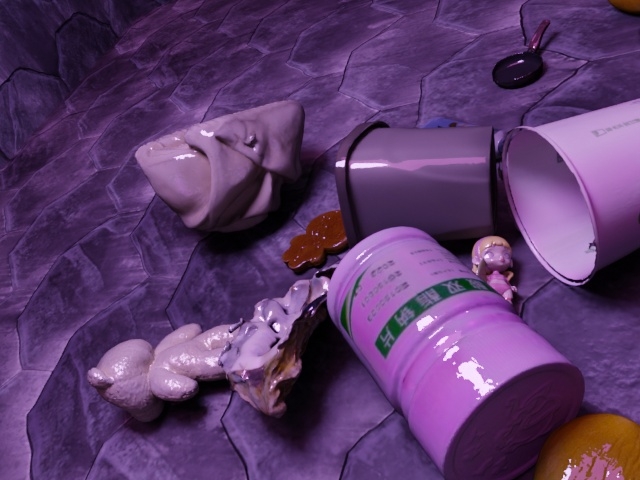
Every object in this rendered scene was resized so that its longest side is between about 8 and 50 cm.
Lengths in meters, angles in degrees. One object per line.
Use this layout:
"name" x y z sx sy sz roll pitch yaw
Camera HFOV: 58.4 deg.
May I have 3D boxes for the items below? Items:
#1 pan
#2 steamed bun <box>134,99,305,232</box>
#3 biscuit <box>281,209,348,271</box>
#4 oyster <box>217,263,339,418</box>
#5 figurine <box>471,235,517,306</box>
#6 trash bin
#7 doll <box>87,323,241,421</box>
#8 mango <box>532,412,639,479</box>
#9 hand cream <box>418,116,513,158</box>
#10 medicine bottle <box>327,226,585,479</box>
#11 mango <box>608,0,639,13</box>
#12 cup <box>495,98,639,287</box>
"pan" 0.479 -0.429 1.328 0.114 0.040 0.212 19 67 44
"steamed bun" -0.206 -0.148 1.295 0.367 0.255 0.342 -22 10 -38
"biscuit" 0.000 0.000 1.184 0.175 0.026 0.124 -38 38 -10
"oyster" -0.046 0.149 0.965 0.237 0.115 0.351 -33 20 28
"figurine" 0.275 0.070 0.917 0.083 0.083 0.188 -12 55 21
"trash bin" 0.184 -0.100 1.027 0.249 0.220 0.219 -1 33 21
"doll" -0.260 0.237 1.041 0.277 0.150 0.175 -14 -2 -1
"mango" 0.301 0.304 0.626 0.137 0.091 0.238 1 54 34
"hand cream" 0.298 -0.221 1.216 0.091 0.058 0.271 -38 34 -15
"medicine bottle" 0.163 0.142 0.786 0.212 0.212 0.325 -33 38 -4
"mango" 0.745 -0.556 1.262 0.227 0.099 0.136 28 63 37
"cup" 0.446 -0.095 0.855 0.273 0.253 0.253 -22 39 -3
